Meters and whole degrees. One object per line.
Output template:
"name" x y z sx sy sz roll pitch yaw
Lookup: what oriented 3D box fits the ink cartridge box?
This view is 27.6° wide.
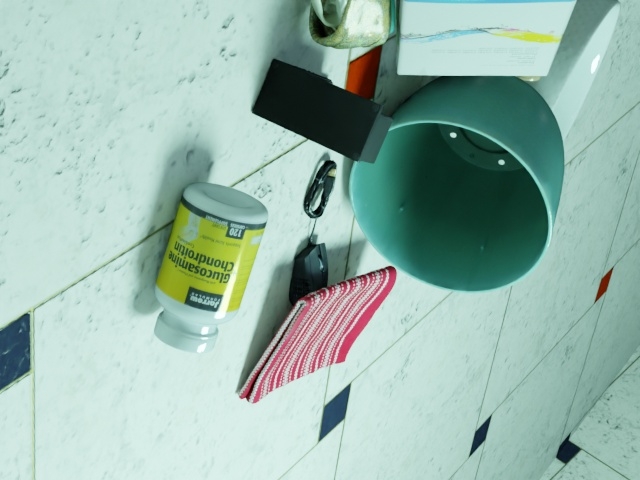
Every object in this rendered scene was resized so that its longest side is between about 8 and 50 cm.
"ink cartridge box" 0.189 -0.334 1.530 0.270 0.197 0.198 85 4 -74

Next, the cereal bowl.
"cereal bowl" 0.348 -0.258 2.108 0.339 0.141 0.339 -56 164 -25

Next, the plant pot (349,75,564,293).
"plant pot" 0.218 -0.111 1.872 0.235 0.293 0.293 -58 159 -45

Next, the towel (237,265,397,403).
"towel" 0.004 0.134 1.913 0.275 0.031 0.199 -16 143 -59

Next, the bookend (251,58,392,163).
"bookend" 0.026 -0.149 1.586 0.156 0.157 0.072 7 108 -64

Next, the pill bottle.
"pill bottle" -0.133 0.033 1.512 0.103 0.103 0.184 -11 123 -60

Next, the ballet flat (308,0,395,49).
"ballet flat" 0.028 -0.363 1.456 0.123 0.123 0.349 -44 147 -37

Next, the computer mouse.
"computer mouse" 0.000 0.000 1.820 0.071 0.041 0.242 -33 141 -47

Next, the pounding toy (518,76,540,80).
"pounding toy" 0.219 -0.294 1.766 0.181 0.206 0.094 -26 136 -53
